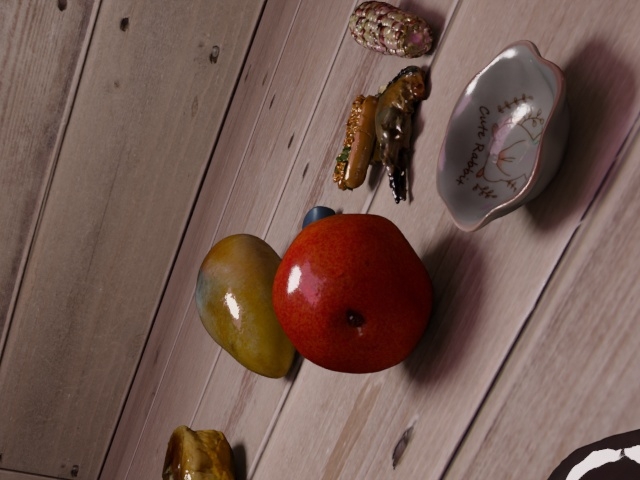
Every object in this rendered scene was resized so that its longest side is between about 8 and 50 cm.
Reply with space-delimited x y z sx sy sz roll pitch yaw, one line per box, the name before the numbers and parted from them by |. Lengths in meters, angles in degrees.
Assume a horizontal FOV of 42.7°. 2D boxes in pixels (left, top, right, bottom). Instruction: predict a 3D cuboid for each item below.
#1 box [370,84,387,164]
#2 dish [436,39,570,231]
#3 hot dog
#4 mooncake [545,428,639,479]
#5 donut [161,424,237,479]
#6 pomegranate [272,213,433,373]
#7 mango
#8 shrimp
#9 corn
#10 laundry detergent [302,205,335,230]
box | 0.106 -0.209 1.483 0.073 0.020 0.149 -167 92 -71
dish | 0.227 -0.112 0.952 0.229 0.081 0.229 -49 31 45
hot dog | 0.066 -0.178 1.453 0.072 0.055 0.188 -174 98 -73
mooncake | 0.237 0.241 0.533 0.245 0.133 0.245 -164 90 -72
donut | -0.256 0.562 1.730 0.330 0.160 0.330 -175 90 -77
pomegranate | 0.047 0.066 1.132 0.221 0.221 0.257 -66 -4 25
mango | -0.149 0.131 1.694 0.221 0.199 0.384 -58 36 26
shrimp | 0.127 -0.185 1.332 0.117 0.066 0.262 125 152 -45
corn | 0.121 -0.377 1.464 0.280 0.092 0.092 -125 53 -66
laundry detergent | 0.001 0.000 1.557 0.206 0.061 0.097 -100 23 -55
